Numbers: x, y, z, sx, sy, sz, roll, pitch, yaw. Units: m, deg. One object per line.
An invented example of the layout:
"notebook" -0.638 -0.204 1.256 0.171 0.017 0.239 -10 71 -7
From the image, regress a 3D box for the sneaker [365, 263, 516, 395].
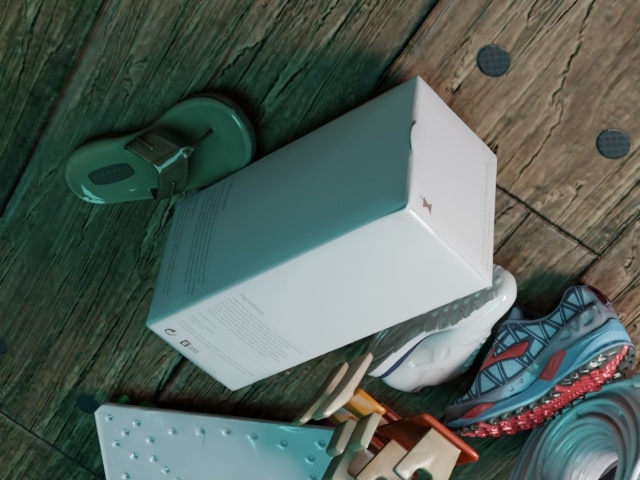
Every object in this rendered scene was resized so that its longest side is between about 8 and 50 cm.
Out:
"sneaker" 0.155 0.106 1.548 0.095 0.090 0.235 34 134 -20

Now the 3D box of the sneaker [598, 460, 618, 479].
"sneaker" 0.351 0.345 1.574 0.086 0.163 0.226 38 129 -18

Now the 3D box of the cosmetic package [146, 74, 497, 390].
"cosmetic package" 0.000 0.000 1.433 0.365 0.197 0.155 -23 129 33

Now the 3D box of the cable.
"cable" 0.316 0.276 1.491 0.089 0.257 0.257 30 162 -22

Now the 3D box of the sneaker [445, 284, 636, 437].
"sneaker" 0.243 0.140 1.520 0.104 0.125 0.262 15 139 -43

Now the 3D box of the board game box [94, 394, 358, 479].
"board game box" -0.103 0.401 1.833 0.390 0.050 0.390 4 116 19

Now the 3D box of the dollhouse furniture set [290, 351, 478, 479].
"dollhouse furniture set" 0.102 0.245 1.551 0.262 0.135 0.259 40 157 -6

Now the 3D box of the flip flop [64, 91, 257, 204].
"flip flop" -0.193 -0.090 1.533 0.277 0.080 0.112 -13 118 28
